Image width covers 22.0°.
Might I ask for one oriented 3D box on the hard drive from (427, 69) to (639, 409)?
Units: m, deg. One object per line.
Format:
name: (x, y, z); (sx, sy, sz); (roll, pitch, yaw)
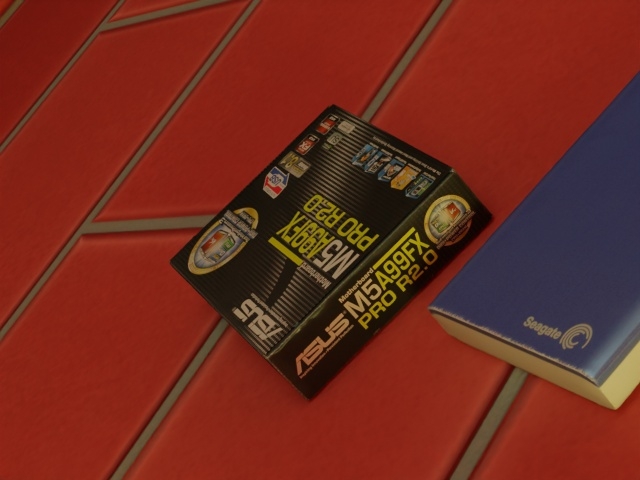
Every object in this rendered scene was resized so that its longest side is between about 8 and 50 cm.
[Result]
hard drive: (0.241, -0.035, 1.178); (0.318, 0.040, 0.210); (-47, 28, -11)

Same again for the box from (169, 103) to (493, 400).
box: (0.000, 0.000, 1.423); (0.216, 0.060, 0.270); (-44, 27, -4)
